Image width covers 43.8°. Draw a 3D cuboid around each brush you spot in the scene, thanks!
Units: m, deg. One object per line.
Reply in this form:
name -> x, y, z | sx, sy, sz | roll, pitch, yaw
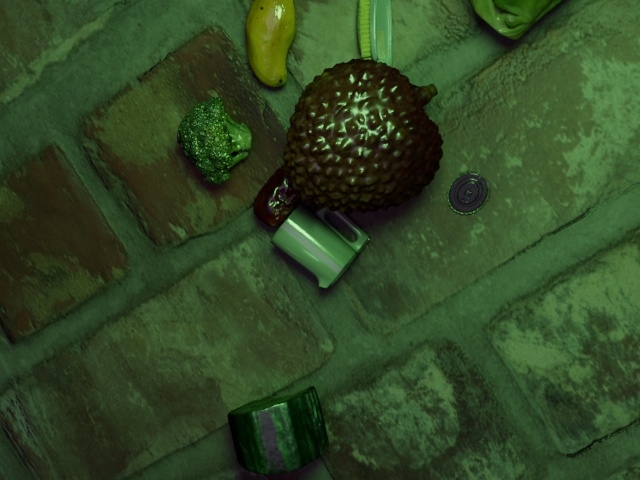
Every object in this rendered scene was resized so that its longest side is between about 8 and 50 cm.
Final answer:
brush -> 0.094, -0.452, 1.431 | 0.060, 0.068, 0.297 | 5, 98, 34

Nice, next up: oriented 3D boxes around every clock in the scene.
clock -> 0.273, -0.087, 1.473 | 0.074, 0.010, 0.083 | 38, 106, 4

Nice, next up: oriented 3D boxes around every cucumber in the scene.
cucumber -> -0.090, 0.373, 1.558 | 0.191, 0.191, 0.130 | -13, 88, 15

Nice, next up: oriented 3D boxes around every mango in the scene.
mango -> -0.093, -0.382, 1.474 | 0.098, 0.075, 0.190 | 12, 109, 19

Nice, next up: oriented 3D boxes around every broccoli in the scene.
broccoli -> -0.203, -0.186, 1.511 | 0.138, 0.146, 0.162 | 1, 85, -18

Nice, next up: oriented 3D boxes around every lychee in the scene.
lychee -> 0.072, -0.178, 1.364 | 0.304, 0.276, 0.276 | -38, 90, -2

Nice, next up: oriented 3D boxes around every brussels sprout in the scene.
brussels sprout -> 0.332, -0.472, 1.291 | 0.210, 0.219, 0.271 | 35, 126, 22

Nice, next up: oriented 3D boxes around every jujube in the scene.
jujube -> -0.078, -0.089, 1.523 | 0.077, 0.077, 0.129 | 32, 99, 6

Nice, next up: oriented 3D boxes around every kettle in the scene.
kettle -> -0.003, 0.004, 1.522 | 0.148, 0.127, 0.098 | 39, 138, 1
